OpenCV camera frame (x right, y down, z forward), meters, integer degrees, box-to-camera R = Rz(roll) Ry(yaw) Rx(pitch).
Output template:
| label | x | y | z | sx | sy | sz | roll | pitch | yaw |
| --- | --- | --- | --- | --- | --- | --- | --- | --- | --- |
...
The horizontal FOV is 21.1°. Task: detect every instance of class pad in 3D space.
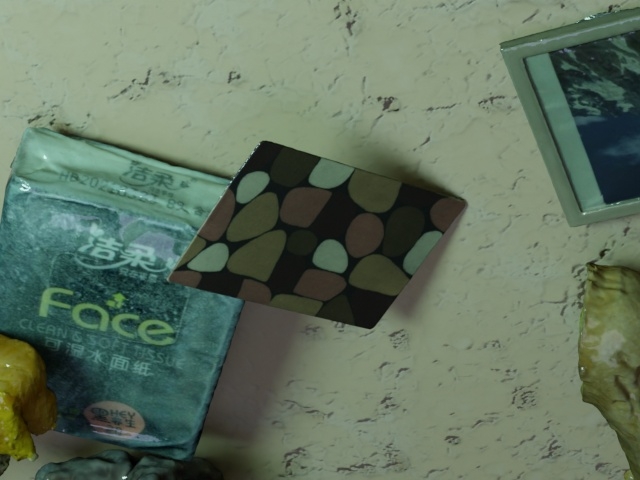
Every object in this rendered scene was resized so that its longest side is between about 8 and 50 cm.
| label | x | y | z | sx | sy | sz | roll | pitch | yaw |
| --- | --- | --- | --- | --- | --- | --- | --- | --- | --- |
| pad | 0.000 | 0.000 | 1.476 | 0.235 | 0.003 | 0.158 | 16 | 120 | -37 |

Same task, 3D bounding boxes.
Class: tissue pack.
| label | x | y | z | sx | sy | sz | roll | pitch | yaw |
| --- | --- | --- | --- | --- | --- | --- | --- | --- | --- |
| tissue pack | -0.190 | 0.057 | 1.581 | 0.227 | 0.103 | 0.316 | 14 | 133 | -6 |

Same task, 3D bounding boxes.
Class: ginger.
| label | x | y | z | sx | sy | sz | roll | pitch | yaw |
| --- | --- | --- | --- | --- | --- | --- | --- | --- | --- |
| ginger | 0.323 | 0.148 | 1.563 | 0.190 | 0.126 | 0.354 | -22 | 126 | 33 |

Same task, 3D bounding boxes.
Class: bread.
| label | x | y | z | sx | sy | sz | roll | pitch | yaw |
| --- | --- | --- | --- | --- | --- | --- | --- | --- | --- |
| bread | -0.408 | 0.148 | 1.618 | 0.380 | 0.109 | 0.185 | 12 | 128 | 28 |

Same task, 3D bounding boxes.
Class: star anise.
| label | x | y | z | sx | sy | sz | roll | pitch | yaw |
| --- | --- | --- | --- | --- | --- | --- | --- | --- | --- |
| star anise | -0.187 | 0.272 | 1.749 | 0.359 | 0.139 | 0.316 | 12 | 155 | 4 |

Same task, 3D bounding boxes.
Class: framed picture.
| label | x | y | z | sx | sy | sz | roll | pitch | yaw |
| --- | --- | --- | --- | --- | --- | --- | --- | --- | --- |
| framed picture | 0.309 | -0.115 | 1.400 | 0.281 | 0.019 | 0.209 | -14 | 128 | 20 |
